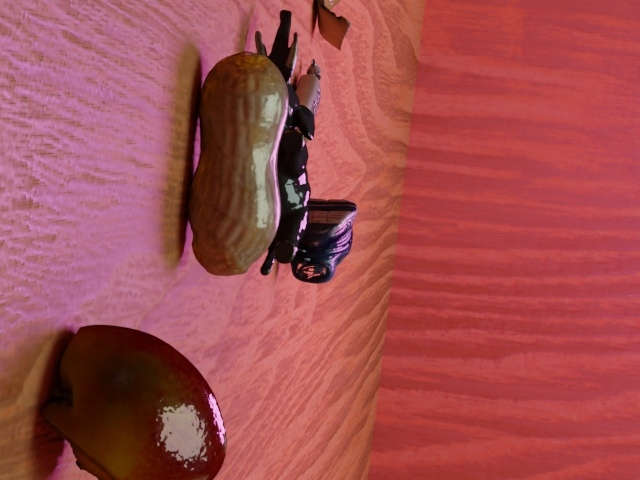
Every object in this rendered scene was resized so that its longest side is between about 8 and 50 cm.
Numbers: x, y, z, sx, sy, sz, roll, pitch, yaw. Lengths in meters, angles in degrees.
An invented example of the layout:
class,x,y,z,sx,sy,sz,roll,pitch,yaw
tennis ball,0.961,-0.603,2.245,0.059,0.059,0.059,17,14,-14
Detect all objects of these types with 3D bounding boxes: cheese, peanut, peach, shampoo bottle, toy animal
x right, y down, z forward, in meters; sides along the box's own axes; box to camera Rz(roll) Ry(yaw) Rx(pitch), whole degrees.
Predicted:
class,x,y,z,sx,sy,sz,roll,pitch,yaw
cheese,0.013,-0.281,2.424,0.060,0.041,0.084,98,-14,-67
peanut,-0.074,-0.068,1.778,0.087,0.087,0.206,-45,142,-78
peach,-0.130,0.129,1.405,0.151,0.118,0.151,-8,90,-86
shampoo bottle,-0.018,-0.163,2.321,0.141,0.034,0.049,-75,162,-50
toy animal,-0.050,-0.099,1.970,0.137,0.082,0.269,-41,134,-84

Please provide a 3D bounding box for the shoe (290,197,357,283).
class,x,y,z,sx,sy,sz,roll,pitch,yaw
shoe,0.000,0.000,2.384,0.207,0.092,0.106,23,68,-86
